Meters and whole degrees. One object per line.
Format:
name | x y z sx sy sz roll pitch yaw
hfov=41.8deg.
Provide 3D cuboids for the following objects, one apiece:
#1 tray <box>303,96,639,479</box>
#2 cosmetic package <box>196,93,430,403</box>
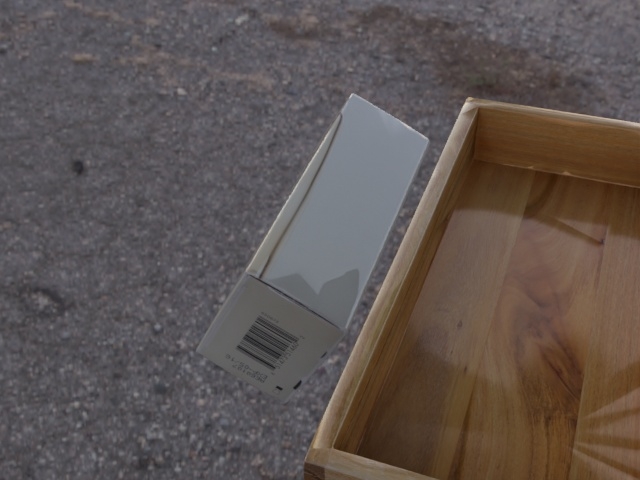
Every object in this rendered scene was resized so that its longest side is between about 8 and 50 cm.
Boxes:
tray | 0.156 0.042 0.592 0.203 0.076 0.411 12 42 16
cosmetic package | 0.000 0.000 0.896 0.113 0.160 0.309 31 45 -5
